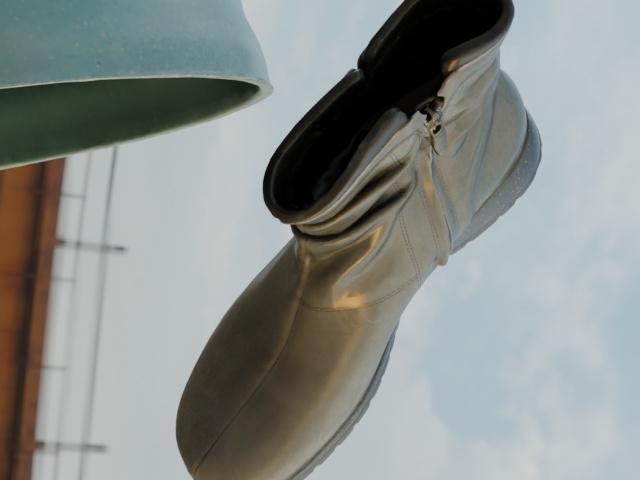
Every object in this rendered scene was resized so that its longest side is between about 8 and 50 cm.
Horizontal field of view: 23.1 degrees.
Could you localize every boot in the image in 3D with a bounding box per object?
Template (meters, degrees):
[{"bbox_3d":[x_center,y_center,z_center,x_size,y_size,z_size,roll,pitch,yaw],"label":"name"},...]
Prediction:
[{"bbox_3d":[0.000,0.000,0.681,0.083,0.161,0.246,37,-93,21],"label":"boot"}]

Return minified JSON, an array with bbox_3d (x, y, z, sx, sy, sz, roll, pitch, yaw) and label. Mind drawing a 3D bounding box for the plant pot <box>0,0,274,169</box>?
[{"bbox_3d":[-0.178,-0.124,0.562,0.293,0.293,0.196,-11,-91,63],"label":"plant pot"}]
